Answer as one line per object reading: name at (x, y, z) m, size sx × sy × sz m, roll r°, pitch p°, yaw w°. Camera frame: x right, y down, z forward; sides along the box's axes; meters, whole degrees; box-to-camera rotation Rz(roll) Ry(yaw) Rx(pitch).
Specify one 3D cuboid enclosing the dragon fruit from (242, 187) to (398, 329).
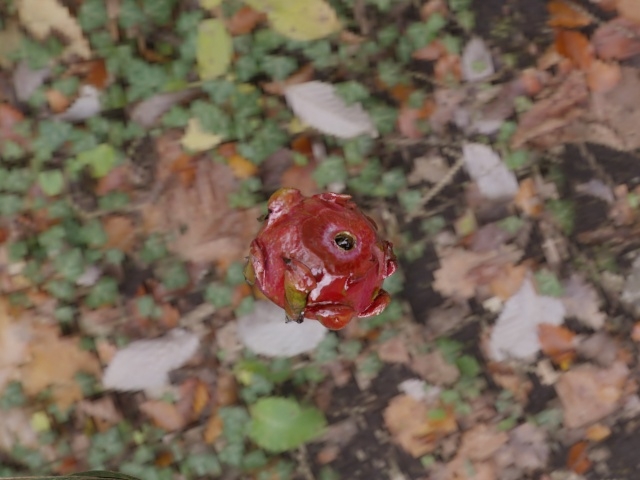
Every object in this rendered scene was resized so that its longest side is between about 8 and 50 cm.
dragon fruit at (0.003, 0.003, 1.172) m, size 0.112 × 0.126 × 0.068 m, roll 14°, pitch 131°, yaw 3°

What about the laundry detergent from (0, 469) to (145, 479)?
laundry detergent at (-0.144, 0.164, 0.931) m, size 0.137 × 0.211 × 0.063 m, roll -7°, pitch 81°, yaw 27°
